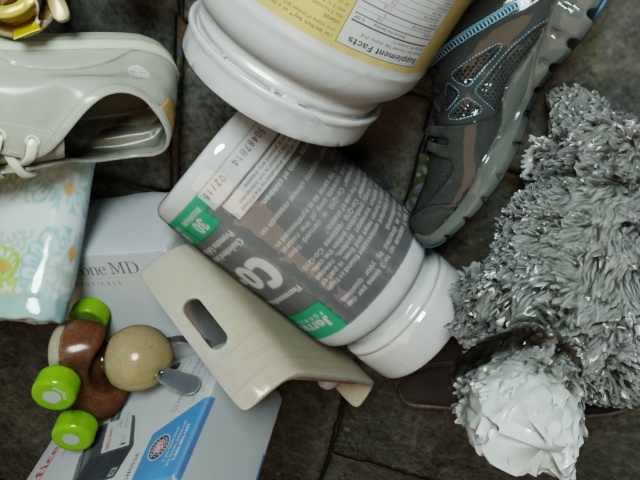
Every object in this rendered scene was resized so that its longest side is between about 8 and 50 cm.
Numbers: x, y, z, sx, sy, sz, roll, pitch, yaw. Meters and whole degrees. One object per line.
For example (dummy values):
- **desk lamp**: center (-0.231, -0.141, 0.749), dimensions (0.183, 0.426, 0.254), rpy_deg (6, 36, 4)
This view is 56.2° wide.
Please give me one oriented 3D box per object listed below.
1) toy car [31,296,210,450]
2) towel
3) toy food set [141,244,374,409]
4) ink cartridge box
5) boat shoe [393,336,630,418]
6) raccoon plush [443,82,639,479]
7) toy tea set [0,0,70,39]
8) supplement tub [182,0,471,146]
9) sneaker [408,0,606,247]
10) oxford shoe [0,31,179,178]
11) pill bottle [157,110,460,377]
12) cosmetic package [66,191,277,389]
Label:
- **toy car**: center (-0.240, 0.165, 0.773), dimensions (0.188, 0.155, 0.149), rpy_deg (-3, 124, 1)
- **towel**: center (-0.474, -0.057, 0.785), dimensions (0.374, 0.321, 0.090), rpy_deg (2, 169, 13)
- **toy food set**: center (-0.072, 0.132, 0.783), dimensions (0.092, 0.306, 0.219), rpy_deg (-49, 62, 5)
- **ink cartridge box**: center (-0.230, 0.288, 0.799), dimensions (0.307, 0.223, 0.129), rpy_deg (-23, 117, 25)
- **boat shoe**: center (0.270, 0.203, 0.870), dimensions (0.355, 0.130, 0.132), rpy_deg (-15, 120, 23)
- **raccoon plush**: center (0.262, -0.002, 0.541), dimensions (0.216, 0.446, 0.299), rpy_deg (18, 102, 7)
- **toy tea set**: center (-0.218, -0.338, 0.550), dimensions (0.335, 0.124, 0.200), rpy_deg (-26, 97, -7)
- **supplement tub**: center (0.034, -0.273, 0.515), dimensions (0.241, 0.241, 0.331), rpy_deg (29, 124, -7)
- **sneaker**: center (0.165, -0.155, 0.644), dimensions (0.139, 0.125, 0.341), rpy_deg (27, 109, 8)
- **oxford shoe**: center (-0.358, -0.125, 0.630), dimensions (0.449, 0.130, 0.169), rpy_deg (-14, 161, -26)
- **pill bottle**: center (0.000, 0.000, 0.749), dimensions (0.361, 0.204, 0.204), rpy_deg (39, 125, -14)
- **cosmetic package**: center (-0.236, 0.158, 0.950), dimensions (0.229, 0.162, 0.454), rpy_deg (-3, 123, 17)
